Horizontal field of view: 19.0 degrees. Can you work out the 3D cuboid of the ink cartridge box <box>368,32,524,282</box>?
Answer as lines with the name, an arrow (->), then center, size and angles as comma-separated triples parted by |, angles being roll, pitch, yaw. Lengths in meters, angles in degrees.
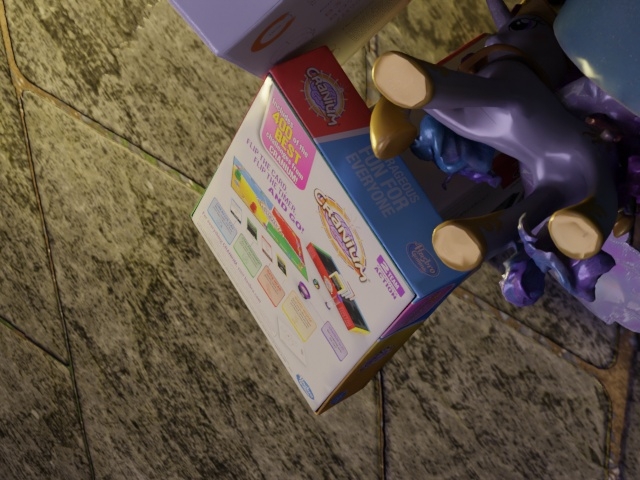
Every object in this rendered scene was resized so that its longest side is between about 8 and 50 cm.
ink cartridge box -> 0.092, -0.034, 1.907 | 0.131, 0.226, 0.306 | 45, 149, 15

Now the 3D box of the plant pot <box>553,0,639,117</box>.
plant pot -> 0.347, -0.182, 1.418 | 0.290, 0.290, 0.195 | 37, 116, 23

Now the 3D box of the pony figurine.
pony figurine -> 0.216, -0.075, 1.625 | 0.351, 0.363, 0.303 | 42, 122, 6

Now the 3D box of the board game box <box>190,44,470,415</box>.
board game box -> 0.000, 0.000, 1.757 | 0.242, 0.064, 0.316 | 57, 154, 11

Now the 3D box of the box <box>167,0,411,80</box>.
box -> -0.026, -0.268, 1.674 | 0.168, 0.215, 0.345 | 48, -174, 8
